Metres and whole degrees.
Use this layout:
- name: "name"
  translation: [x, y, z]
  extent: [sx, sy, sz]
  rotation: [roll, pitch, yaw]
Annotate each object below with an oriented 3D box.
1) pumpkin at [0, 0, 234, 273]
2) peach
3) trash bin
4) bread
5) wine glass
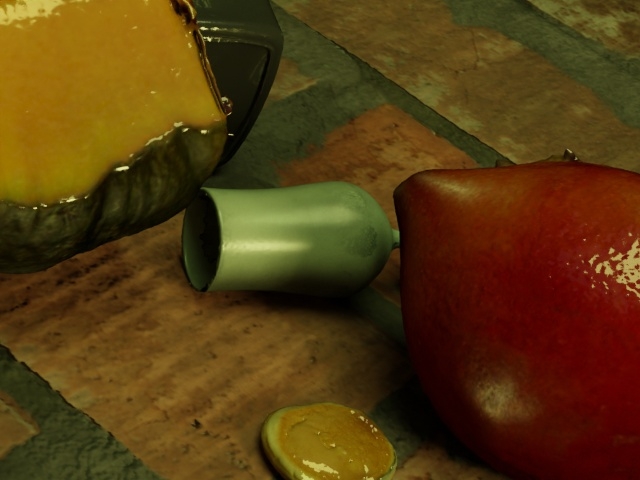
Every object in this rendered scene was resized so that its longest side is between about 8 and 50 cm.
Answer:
- name: "pumpkin"
  translation: [-0.238, -0.112, 1.505]
  extent: [0.225, 0.256, 0.303]
  rotation: [-10, 22, -34]
- name: "peach"
  translation: [0.195, 0.070, 1.491]
  extent: [0.361, 0.258, 0.201]
  rotation: [32, 28, 6]
- name: "trash bin"
  translation: [-0.157, -0.220, 1.751]
  extent: [0.182, 0.209, 0.290]
  rotation: [2, 44, -31]
- name: "bread"
  translation: [0.006, 0.163, 1.466]
  extent: [0.110, 0.024, 0.110]
  rotation: [16, 33, -11]
- name: "wine glass"
  translation: [0.000, 0.000, 1.624]
  extent: [0.231, 0.103, 0.103]
  rotation: [-1, 40, -26]
